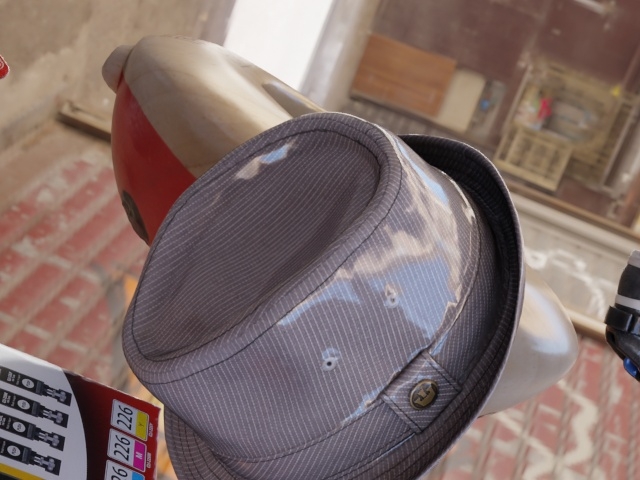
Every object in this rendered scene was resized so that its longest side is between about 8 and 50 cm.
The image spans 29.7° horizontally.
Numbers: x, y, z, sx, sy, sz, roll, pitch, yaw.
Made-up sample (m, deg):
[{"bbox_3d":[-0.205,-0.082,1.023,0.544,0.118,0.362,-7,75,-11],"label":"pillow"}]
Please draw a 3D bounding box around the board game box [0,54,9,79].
[{"bbox_3d":[-0.393,-0.144,0.967,0.259,0.124,0.039,-22,150,-30],"label":"board game box"}]

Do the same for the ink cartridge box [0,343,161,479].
[{"bbox_3d":[-0.259,0.203,0.802,0.130,0.272,0.309,-56,-159,25],"label":"ink cartridge box"}]

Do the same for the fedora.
[{"bbox_3d":[-0.018,0.032,0.694,0.275,0.243,0.124,-41,135,8],"label":"fedora"}]

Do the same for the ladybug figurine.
[{"bbox_3d":[0.000,0.000,0.990,0.162,0.449,0.305,-53,-179,12],"label":"ladybug figurine"}]

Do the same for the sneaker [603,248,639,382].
[{"bbox_3d":[0.374,0.104,1.219,0.121,0.217,0.079,-63,-162,3],"label":"sneaker"}]
